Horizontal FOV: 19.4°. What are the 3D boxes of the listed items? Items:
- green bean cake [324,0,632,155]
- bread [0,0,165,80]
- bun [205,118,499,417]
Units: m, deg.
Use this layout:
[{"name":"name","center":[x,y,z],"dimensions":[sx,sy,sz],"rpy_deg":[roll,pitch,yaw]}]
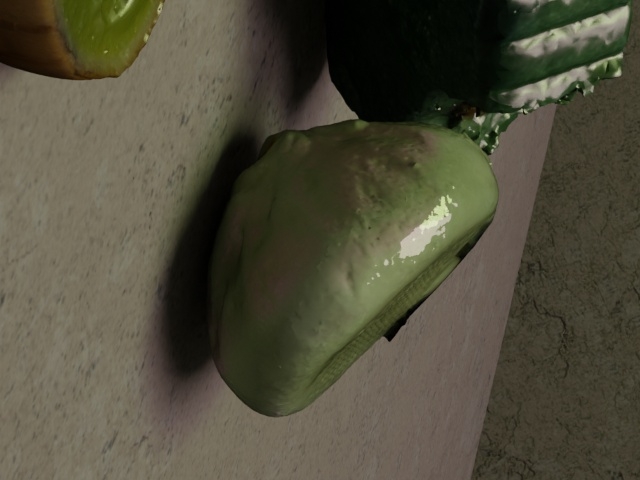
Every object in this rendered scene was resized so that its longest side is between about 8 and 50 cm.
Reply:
[{"name":"green bean cake","center":[0.132,-0.202,1.632],"dimensions":[0.169,0.300,0.308],"rpy_deg":[-17,136,-22]},{"name":"bread","center":[-0.134,-0.205,1.060],"dimensions":[0.236,0.070,0.236],"rpy_deg":[15,90,-76]},{"name":"bun","center":[0.000,0.000,1.577],"dimensions":[0.293,0.187,0.293],"rpy_deg":[-44,169,-11]}]
